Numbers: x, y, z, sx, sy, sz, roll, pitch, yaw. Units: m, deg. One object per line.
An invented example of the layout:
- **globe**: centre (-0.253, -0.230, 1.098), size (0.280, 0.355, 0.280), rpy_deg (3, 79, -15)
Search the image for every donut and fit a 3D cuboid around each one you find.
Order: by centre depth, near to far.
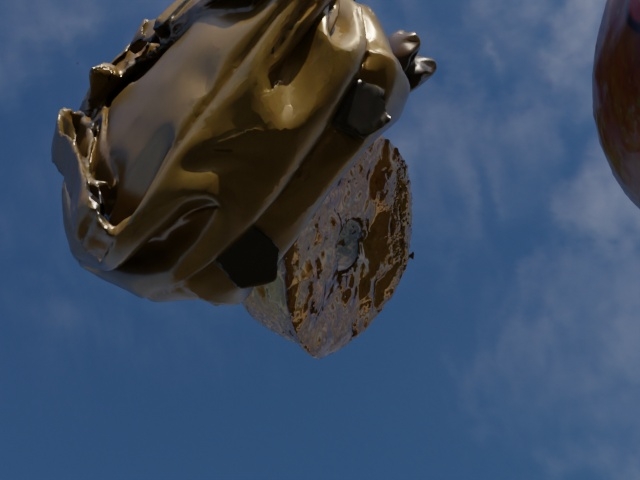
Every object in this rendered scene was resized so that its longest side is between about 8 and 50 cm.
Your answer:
- **donut**: centre (0.002, 0.000, 1.175), size (0.278, 0.108, 0.277), rpy_deg (-19, -66, -52)

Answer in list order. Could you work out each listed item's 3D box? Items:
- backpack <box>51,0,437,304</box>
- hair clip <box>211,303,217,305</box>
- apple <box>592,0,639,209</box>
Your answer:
- **backpack**: centre (-0.091, -0.106, 0.900), size (0.353, 0.378, 0.201), rpy_deg (-48, -61, -1)
- **hair clip**: centre (-0.163, 0.051, 1.367), size (0.030, 0.115, 0.039), rpy_deg (-11, -49, -39)
- **apple**: centre (0.281, -0.089, 0.500), size (0.277, 0.309, 0.250), rpy_deg (36, -87, 0)
